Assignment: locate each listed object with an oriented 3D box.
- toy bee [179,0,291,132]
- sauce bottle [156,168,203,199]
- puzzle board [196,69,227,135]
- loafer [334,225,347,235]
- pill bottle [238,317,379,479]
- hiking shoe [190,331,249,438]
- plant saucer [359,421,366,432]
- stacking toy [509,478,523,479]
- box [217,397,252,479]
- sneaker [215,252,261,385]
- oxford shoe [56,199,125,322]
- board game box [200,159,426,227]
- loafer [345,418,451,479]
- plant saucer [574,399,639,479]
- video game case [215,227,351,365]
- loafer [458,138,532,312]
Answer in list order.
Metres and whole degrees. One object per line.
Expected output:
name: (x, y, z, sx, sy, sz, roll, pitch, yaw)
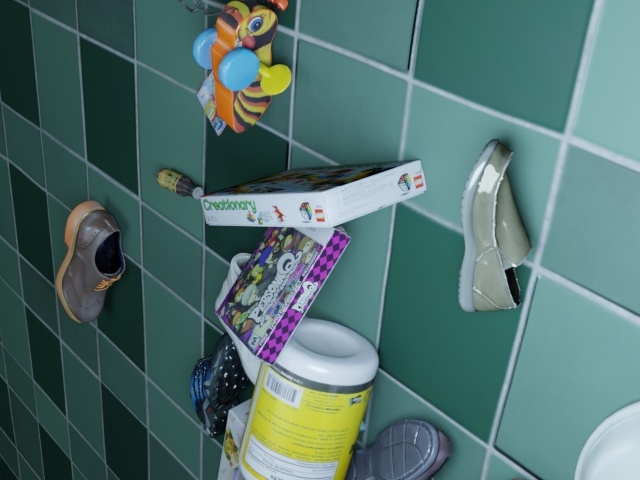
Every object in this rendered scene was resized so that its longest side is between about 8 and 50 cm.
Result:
toy bee: (-0.111, -0.312, 1.305, 0.195, 0.162, 0.298, 50, 164, 11)
sauce bottle: (-0.284, -0.114, 1.664, 0.128, 0.042, 0.042, 22, 122, 43)
puzzle board: (-0.186, -0.266, 1.502, 0.096, 0.011, 0.128, 60, 141, 13)
loafer: (0.000, 0.000, 1.370, 0.125, 0.045, 0.039, -42, 66, 53)
pill bottle: (-0.031, 0.314, 1.372, 0.188, 0.188, 0.333, 30, 113, 40)
hiking shoe: (-0.222, 0.283, 1.705, 0.132, 0.113, 0.304, 44, 135, 29)
plant saucer: (0.016, 0.347, 1.523, 0.192, 0.018, 0.067, -41, 74, 50)
stacking toy: (0.264, 0.513, 1.132, 0.279, 0.130, 0.308, -129, 34, -50)
box: (-0.175, 0.481, 1.775, 0.063, 0.067, 0.324, 40, 134, 34)
sneaker: (-0.093, 0.156, 1.499, 0.292, 0.108, 0.169, 49, 141, 26)
oxford shoe: (-0.559, 0.083, 2.021, 0.133, 0.130, 0.363, 36, 133, 26)
board game box: (-0.018, -0.070, 1.237, 0.305, 0.193, 0.053, 2, 108, 50)
loafer: (0.129, 0.375, 1.359, 0.302, 0.095, 0.109, -43, 35, 47)
plant saucer: (0.451, 0.380, 0.944, 0.400, 0.101, 0.400, 25, 124, 42)
video game case: (-0.066, 0.061, 1.324, 0.232, 0.042, 0.210, -58, 28, 0)
loafer: (0.232, -0.013, 1.059, 0.088, 0.094, 0.251, 11, 126, 21)
